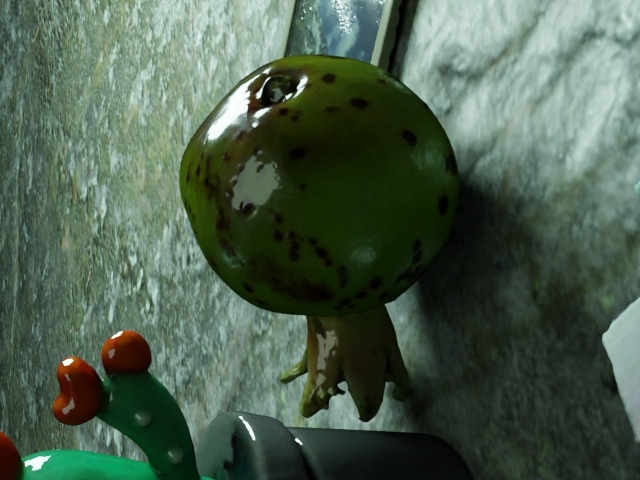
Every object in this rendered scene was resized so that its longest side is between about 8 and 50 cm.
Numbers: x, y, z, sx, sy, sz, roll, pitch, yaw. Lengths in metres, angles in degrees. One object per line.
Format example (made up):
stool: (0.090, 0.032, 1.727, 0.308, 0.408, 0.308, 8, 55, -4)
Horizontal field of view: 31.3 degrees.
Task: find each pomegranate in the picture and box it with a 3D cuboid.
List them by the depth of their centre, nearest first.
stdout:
pomegranate: (-0.010, -0.011, 0.938, 0.231, 0.231, 0.286, -123, 34, -48)

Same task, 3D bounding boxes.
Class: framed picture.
framed picture: (0.010, -0.171, 1.107, 0.209, 0.019, 0.281, 37, 119, 57)

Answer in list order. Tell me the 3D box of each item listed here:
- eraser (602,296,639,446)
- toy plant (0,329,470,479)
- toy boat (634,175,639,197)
eraser: (0.263, -0.002, 0.508, 0.287, 0.130, 0.086, 123, 144, -44)
toy plant: (-0.090, 0.226, 0.847, 0.279, 0.400, 0.185, -63, 34, 37)
toy boat: (0.234, -0.052, 0.571, 0.088, 0.102, 0.215, 47, 138, 5)
